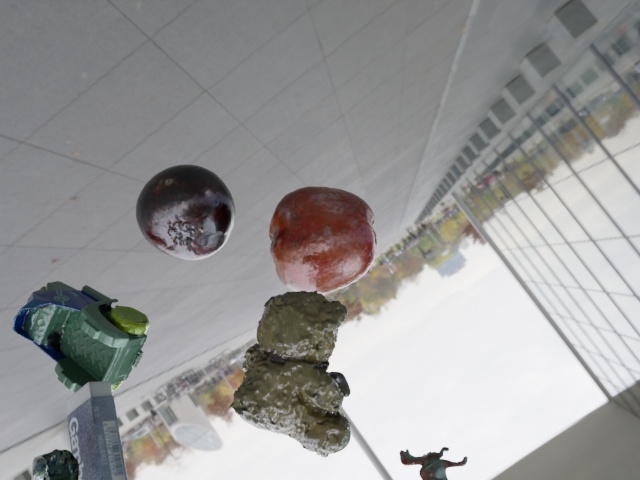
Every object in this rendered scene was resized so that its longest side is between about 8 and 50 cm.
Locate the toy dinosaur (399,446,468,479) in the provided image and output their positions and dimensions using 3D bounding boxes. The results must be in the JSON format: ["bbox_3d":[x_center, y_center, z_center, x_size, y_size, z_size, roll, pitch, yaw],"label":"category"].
[{"bbox_3d":[0.274,0.564,1.293,0.168,0.053,0.242,-13,-164,9],"label":"toy dinosaur"}]

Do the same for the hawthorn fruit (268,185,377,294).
[{"bbox_3d":[0.000,0.000,1.306,0.284,0.284,0.284,-35,174,-4],"label":"hawthorn fruit"}]

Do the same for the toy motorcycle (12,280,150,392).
[{"bbox_3d":[-0.582,0.206,1.272,0.191,0.327,0.200,-63,163,11],"label":"toy motorcycle"}]

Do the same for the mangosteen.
[{"bbox_3d":[-0.318,-0.082,1.330,0.236,0.235,0.261,-38,-154,17],"label":"mangosteen"}]

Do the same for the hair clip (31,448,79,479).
[{"bbox_3d":[-0.378,0.325,0.766,0.036,0.065,0.229,-10,161,-17],"label":"hair clip"}]

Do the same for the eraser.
[{"bbox_3d":[-0.372,0.351,0.909,0.092,0.212,0.046,-37,150,30],"label":"eraser"}]

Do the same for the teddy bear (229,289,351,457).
[{"bbox_3d":[-0.052,0.208,0.943,0.267,0.156,0.255,6,-112,41],"label":"teddy bear"}]
